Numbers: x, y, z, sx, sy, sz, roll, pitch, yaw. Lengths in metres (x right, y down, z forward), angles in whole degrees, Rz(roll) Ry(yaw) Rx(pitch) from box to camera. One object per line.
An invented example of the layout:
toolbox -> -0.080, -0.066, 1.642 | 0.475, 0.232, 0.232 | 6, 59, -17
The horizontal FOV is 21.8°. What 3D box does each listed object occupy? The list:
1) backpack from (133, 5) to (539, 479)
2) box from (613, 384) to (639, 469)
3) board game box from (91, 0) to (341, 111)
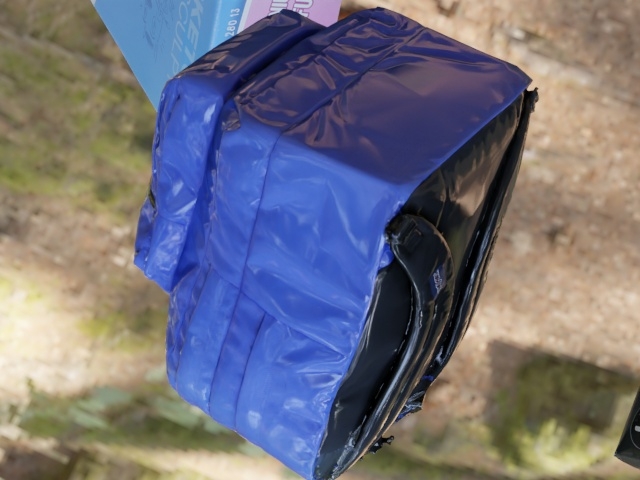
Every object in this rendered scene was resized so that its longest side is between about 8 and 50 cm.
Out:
backpack -> 0.000, 0.000, 0.489 | 0.101, 0.098, 0.120 | 29, 130, 23
box -> 0.125, 0.045, 0.400 | 0.062, 0.052, 0.083 | 27, 170, -27
board game box -> -0.050, -0.231, 0.766 | 0.064, 0.242, 0.317 | -7, 131, -25
